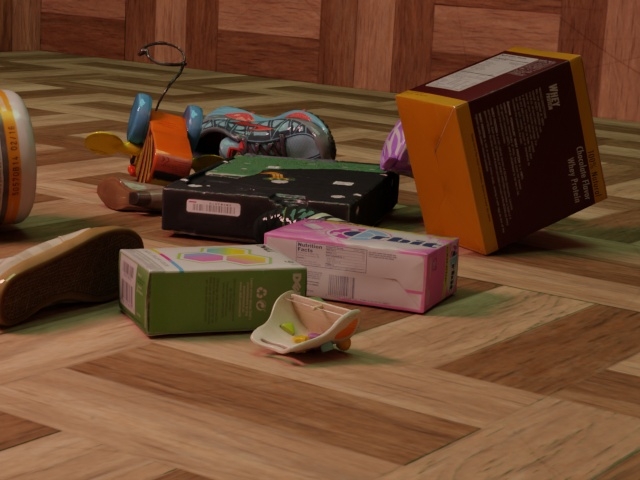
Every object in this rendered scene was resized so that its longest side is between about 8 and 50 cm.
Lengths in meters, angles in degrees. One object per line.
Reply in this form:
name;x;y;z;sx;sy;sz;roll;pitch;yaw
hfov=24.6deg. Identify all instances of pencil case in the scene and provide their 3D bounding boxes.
pencil case;0.179;-0.090;1.937;0.206;0.088;0.086;23;-36;-11

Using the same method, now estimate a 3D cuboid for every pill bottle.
pill bottle;-0.477;-0.088;1.678;0.278;0.162;0.162;-5;14;-26

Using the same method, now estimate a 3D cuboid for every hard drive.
hard drive;-0.041;-0.055;1.882;0.236;0.064;0.339;5;12;11

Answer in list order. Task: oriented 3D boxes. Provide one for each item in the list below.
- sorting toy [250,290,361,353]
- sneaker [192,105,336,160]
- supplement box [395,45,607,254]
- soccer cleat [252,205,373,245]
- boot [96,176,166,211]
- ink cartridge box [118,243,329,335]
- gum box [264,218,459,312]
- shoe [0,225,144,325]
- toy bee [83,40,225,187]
sorting toy;-0.019;0.081;1.287;0.083;0.045;0.075;14;23;41
sneaker;-0.098;-0.135;2.250;0.261;0.104;0.125;6;29;36
supplement box;0.224;-0.114;1.800;0.194;0.191;0.129;-24;22;-24
soccer cleat;0.000;0.000;1.639;0.178;0.060;0.072;11;15;21
boot;-0.227;-0.057;1.922;0.087;0.042;0.118;1;11;-41
ink cartridge box;-0.078;0.044;1.390;0.209;0.062;0.109;-1;11;-22
gum box;0.037;0.023;1.520;0.188;0.062;0.107;8;12;21
shoe;-0.250;0.026;1.398;0.058;0.077;0.219;15;18;29
toy bee;-0.220;-0.130;2.074;0.195;0.162;0.298;23;33;2
